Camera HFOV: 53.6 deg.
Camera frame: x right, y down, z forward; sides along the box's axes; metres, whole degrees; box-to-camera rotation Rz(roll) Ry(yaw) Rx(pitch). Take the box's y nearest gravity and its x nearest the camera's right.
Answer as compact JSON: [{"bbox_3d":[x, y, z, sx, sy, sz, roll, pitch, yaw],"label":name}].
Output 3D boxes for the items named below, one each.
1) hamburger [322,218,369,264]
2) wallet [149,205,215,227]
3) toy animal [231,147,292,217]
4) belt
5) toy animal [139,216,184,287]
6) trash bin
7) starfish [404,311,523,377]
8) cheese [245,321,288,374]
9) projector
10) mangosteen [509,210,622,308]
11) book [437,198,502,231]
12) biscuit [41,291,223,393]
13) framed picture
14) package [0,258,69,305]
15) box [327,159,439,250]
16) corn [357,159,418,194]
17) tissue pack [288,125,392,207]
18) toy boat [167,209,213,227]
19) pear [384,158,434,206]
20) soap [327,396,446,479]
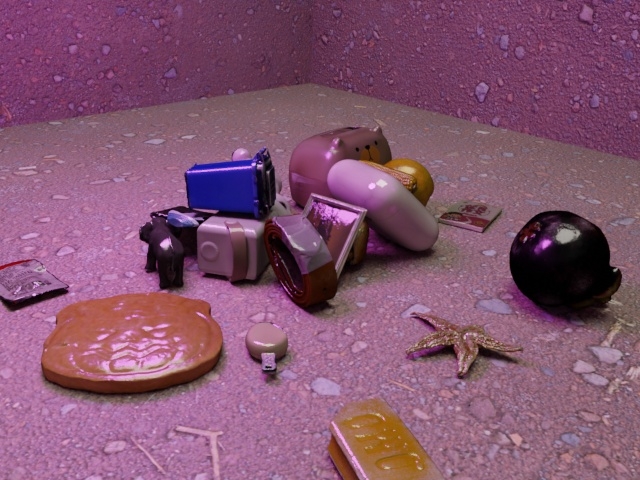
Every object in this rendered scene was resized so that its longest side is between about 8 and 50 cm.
[{"bbox_3d":[0.081,-0.013,1.834,0.131,0.185,0.159,21,62,9],"label":"hamburger"},{"bbox_3d":[-0.400,-0.067,1.950,0.170,0.044,0.321,12,7,0],"label":"wallet"},{"bbox_3d":[-0.202,-0.146,2.026,0.194,0.258,0.357,-36,23,-2],"label":"toy animal"},{"bbox_3d":[-0.055,0.047,1.653,0.105,0.184,0.261,-14,65,-28],"label":"belt"},{"bbox_3d":[-0.424,0.025,1.739,0.114,0.146,0.245,-17,30,-34],"label":"toy animal"},{"bbox_3d":[-0.249,-0.164,1.776,0.234,0.184,0.162,-1,16,6],"label":"trash bin"},{"bbox_3d":[0.306,0.230,1.484,0.295,0.048,0.231,22,31,38],"label":"starfish"},{"bbox_3d":[-0.113,0.242,1.416,0.092,0.048,0.171,-11,28,-23],"label":"cheese"},{"bbox_3d":[-0.233,0.005,1.786,0.177,0.163,0.242,6,22,11],"label":"projector"},{"bbox_3d":[0.653,0.070,1.675,0.302,0.275,0.275,37,22,-12],"label":"mangosteen"},{"bbox_3d":[0.532,-0.091,2.238,0.162,0.022,0.232,16,29,27],"label":"book"},{"bbox_3d":[-0.417,0.214,1.431,0.385,0.062,0.365,-3,24,-12],"label":"biscuit"},{"bbox_3d":[0.000,0.000,1.763,0.197,0.252,0.014,19,-9,31],"label":"framed picture"},{"bbox_3d":[-0.784,0.103,1.669,0.154,0.030,0.239,-22,34,-40],"label":"package"},{"bbox_3d":[0.192,-0.105,1.930,0.349,0.141,0.288,37,-2,-42],"label":"box"},{"bbox_3d":[0.209,-0.204,2.075,0.231,0.080,0.080,22,30,22],"label":"corn"},{"bbox_3d":[0.076,-0.270,2.285,0.267,0.277,0.387,19,28,36],"label":"tissue pack"},{"bbox_3d":[-0.367,-0.071,1.760,0.105,0.034,0.149,12,24,7],"label":"toy boat"},{"bbox_3d":[0.282,-0.186,2.189,0.208,0.209,0.209,2,25,-1],"label":"pear"},{"bbox_3d":[0.102,0.378,1.109,0.140,0.073,0.232,-3,24,-22],"label":"soap"}]
